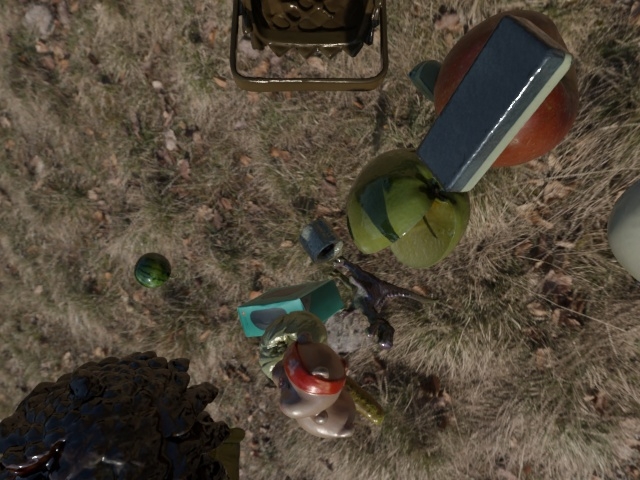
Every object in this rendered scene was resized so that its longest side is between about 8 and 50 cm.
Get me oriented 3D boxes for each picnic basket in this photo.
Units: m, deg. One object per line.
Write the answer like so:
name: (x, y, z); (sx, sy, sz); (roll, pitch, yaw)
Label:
picnic basket: (-0.019, -0.398, 0.782); (0.254, 0.291, 0.321); (0, 78, -2)

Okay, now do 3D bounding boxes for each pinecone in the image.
pinecone: (-0.277, 0.309, 0.670); (0.298, 0.242, 0.296); (-21, 85, -21)

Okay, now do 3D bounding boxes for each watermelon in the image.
watermelon: (-0.457, 0.084, 1.287); (0.108, 0.109, 0.109); (0, 89, 19)

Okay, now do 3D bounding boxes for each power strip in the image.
power strip: (0.243, -0.189, 0.700); (0.257, 0.070, 0.105); (-59, 47, 40)

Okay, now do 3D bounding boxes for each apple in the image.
apple: (0.206, -0.074, 1.103); (0.254, 0.291, 0.292); (-34, 74, 60)
apple: (0.431, -0.343, 1.100); (0.276, 0.348, 0.349); (-13, 84, 45)

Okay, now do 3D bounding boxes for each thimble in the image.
thimble: (0.000, 0.000, 1.281); (0.102, 0.115, 0.090); (-27, 67, -21)

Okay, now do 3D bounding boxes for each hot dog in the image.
hot dog: (0.065, 0.409, 1.317); (0.285, 0.088, 0.061); (39, 82, -2)

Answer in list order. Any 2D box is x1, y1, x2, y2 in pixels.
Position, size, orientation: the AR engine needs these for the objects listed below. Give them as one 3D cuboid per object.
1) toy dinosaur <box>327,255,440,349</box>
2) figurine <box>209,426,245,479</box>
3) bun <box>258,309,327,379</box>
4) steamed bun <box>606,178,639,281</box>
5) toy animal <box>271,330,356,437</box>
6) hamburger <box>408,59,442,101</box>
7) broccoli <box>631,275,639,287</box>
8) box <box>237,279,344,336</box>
toy dinosaur: (0.108, 0.105, 0.898); (0.199, 0.251, 0.072); (38, 109, 14)
figurine: (-0.298, 0.527, 1.022); (0.326, 0.169, 0.218); (-43, 34, 36)
bun: (-0.071, 0.259, 1.161); (0.188, 0.111, 0.164); (-27, 71, -1)
steamed bun: (0.418, -0.008, 0.454); (0.231, 0.232, 0.145); (-19, 67, 18)
toy animal: (-0.012, 0.299, 0.958); (0.171, 0.171, 0.198); (-10, 116, 19)
hamburger: (0.299, -0.424, 1.234); (0.121, 0.054, 0.084); (42, 87, -24)
broccoli: (0.545, 0.024, 0.715); (0.138, 0.162, 0.146); (-42, 56, 1)
box: (-0.106, 0.231, 1.612); (0.311, 0.205, 0.118); (-12, 100, 38)
